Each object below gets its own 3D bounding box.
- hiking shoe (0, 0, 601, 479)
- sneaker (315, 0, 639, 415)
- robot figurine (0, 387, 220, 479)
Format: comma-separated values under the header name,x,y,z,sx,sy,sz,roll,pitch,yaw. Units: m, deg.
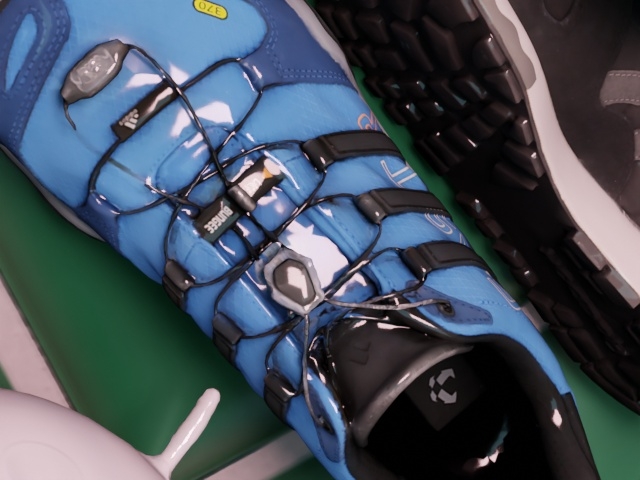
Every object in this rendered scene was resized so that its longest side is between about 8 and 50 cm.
name,x,y,z,sx,sy,sz,roll,pitch,yaw
hiking shoe,0.000,0.000,0.642,0.113,0.132,0.304,-47,118,2
sneaker,0.100,-0.065,0.687,0.124,0.107,0.283,-46,123,-15
robot figurine,-0.170,0.172,0.611,0.354,0.200,0.299,-23,88,-10
